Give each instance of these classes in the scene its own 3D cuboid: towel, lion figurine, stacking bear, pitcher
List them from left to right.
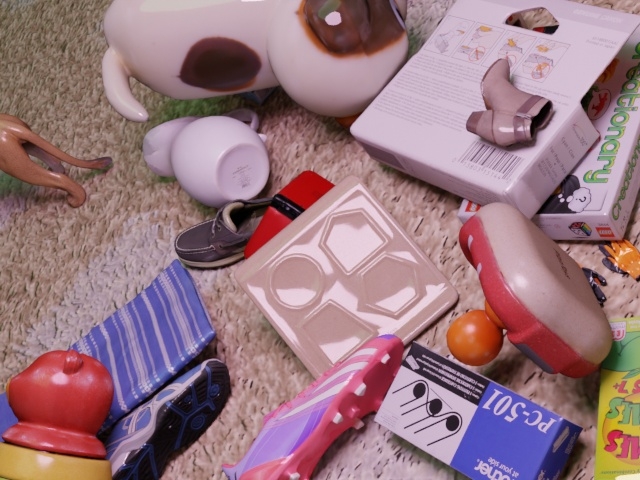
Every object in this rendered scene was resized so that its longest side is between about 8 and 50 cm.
[{"bbox_3d":[-0.552,-0.131,1.820,0.392,0.240,0.142,-19,45,19],"label":"lion figurine"},{"bbox_3d":[-0.311,0.266,1.296,0.164,0.175,0.289,10,82,5],"label":"stacking bear"},{"bbox_3d":[-0.289,0.171,1.476,0.336,0.040,0.243,-39,26,1],"label":"towel"},{"bbox_3d":[-0.136,-0.131,1.632,0.177,0.126,0.207,-33,29,-19],"label":"pitcher"}]

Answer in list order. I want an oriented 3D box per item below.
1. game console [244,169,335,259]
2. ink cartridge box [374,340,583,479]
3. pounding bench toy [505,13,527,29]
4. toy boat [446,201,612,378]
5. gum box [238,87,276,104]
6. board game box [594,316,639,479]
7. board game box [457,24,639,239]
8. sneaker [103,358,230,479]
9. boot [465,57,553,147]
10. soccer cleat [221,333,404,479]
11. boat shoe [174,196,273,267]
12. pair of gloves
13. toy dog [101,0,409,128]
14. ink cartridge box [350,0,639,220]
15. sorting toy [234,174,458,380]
[{"bbox_3d":[0.000,0.000,1.437,0.144,0.085,0.124,34,43,12],"label":"game console"},{"bbox_3d":[0.157,0.187,1.172,0.207,0.046,0.097,24,86,45],"label":"ink cartridge box"},{"bbox_3d":[0.225,-0.298,1.537,0.065,0.083,0.052,-44,42,-7],"label":"pounding bench toy"},{"bbox_3d":[0.191,0.069,1.181,0.151,0.151,0.231,-44,20,18],"label":"toy boat"},{"bbox_3d":[-0.104,-0.302,1.804,0.157,0.041,0.184,-49,43,-12],"label":"gum box"},{"bbox_3d":[0.318,0.158,1.103,0.092,0.043,0.181,-9,50,29],"label":"board game box"},{"bbox_3d":[0.301,-0.136,1.360,0.193,0.053,0.305,1,55,39],"label":"board game box"},{"bbox_3d":[-0.199,0.216,1.388,0.211,0.080,0.081,-44,44,-7],"label":"sneaker"},{"bbox_3d":[0.216,-0.153,1.271,0.087,0.042,0.118,8,62,38],"label":"boot"},{"bbox_3d":[-0.007,0.191,1.272,0.095,0.083,0.248,35,82,34],"label":"soccer cleat"},{"bbox_3d":[-0.107,-0.021,1.535,0.223,0.073,0.080,-9,47,27],"label":"boat shoe"},{"bbox_3d":[0.307,0.032,1.246,0.083,0.010,0.074,-36,42,5],"label":"pair of gloves"},{"bbox_3d":[-0.071,-0.305,1.544,0.407,0.285,0.395,18,51,25],"label":"toy dog"},{"bbox_3d":[0.212,-0.176,1.374,0.261,0.066,0.296,-50,39,-9],"label":"ink cartridge box"},{"bbox_3d":[0.029,0.054,1.359,0.193,0.038,0.208,-40,71,-1],"label":"sorting toy"}]
